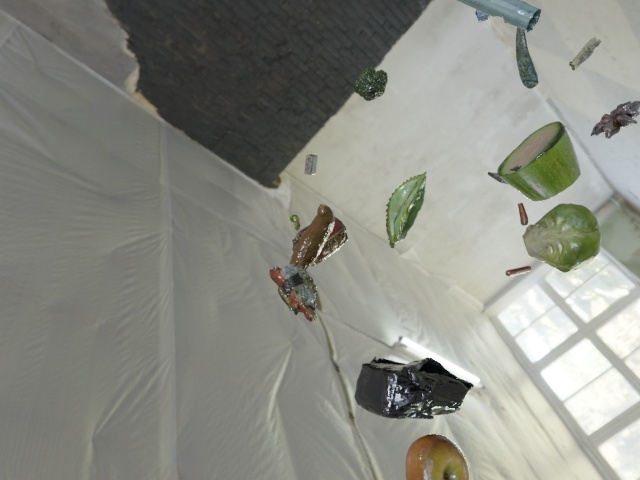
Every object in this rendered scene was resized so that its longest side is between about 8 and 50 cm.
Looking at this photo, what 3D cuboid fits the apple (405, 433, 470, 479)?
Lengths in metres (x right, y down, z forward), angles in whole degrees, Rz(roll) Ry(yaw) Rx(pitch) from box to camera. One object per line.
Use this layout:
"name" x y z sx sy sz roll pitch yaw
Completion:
"apple" 0.371 0.756 1.589 0.210 0.173 0.234 25 -117 -19

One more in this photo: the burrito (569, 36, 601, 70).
"burrito" 1.036 -0.732 1.912 0.045 0.185 0.041 45 168 -12

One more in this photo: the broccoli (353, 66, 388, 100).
"broccoli" 0.242 -0.736 2.295 0.146 0.162 0.138 30 -141 -28

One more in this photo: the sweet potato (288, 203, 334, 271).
"sweet potato" -0.037 0.013 1.742 0.092 0.341 0.114 38 -154 16

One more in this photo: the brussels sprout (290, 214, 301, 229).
"brussels sprout" -0.128 -0.098 2.595 0.083 0.046 0.051 60 157 -3

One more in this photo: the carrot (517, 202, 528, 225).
"carrot" 0.811 -0.104 1.960 0.032 0.032 0.093 13 -114 -59

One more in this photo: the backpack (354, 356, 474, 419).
"backpack" 0.385 0.597 1.986 0.446 0.254 0.363 13 168 -22

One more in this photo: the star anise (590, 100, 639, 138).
"star anise" 1.059 -0.433 1.764 0.065 0.195 0.182 39 154 -10

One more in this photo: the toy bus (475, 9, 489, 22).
"toy bus" 0.668 -0.984 2.018 0.051 0.061 0.153 12 -102 -68

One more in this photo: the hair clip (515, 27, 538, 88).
"hair clip" 0.714 -0.641 1.712 0.066 0.036 0.229 19 132 63

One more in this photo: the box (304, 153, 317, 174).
"box" -0.045 -0.369 2.378 0.045 0.098 0.062 16 -161 22

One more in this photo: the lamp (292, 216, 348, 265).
"lamp" 0.000 0.000 2.162 0.177 0.177 0.274 47 -131 10

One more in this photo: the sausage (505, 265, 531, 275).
"sausage" 0.854 0.130 2.105 0.223 0.029 0.029 -5 -131 -42

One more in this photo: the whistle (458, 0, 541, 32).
"whistle" 0.427 -0.639 1.291 0.312 0.062 0.062 38 -166 23

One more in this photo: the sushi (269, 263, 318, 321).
"sushi" -0.064 0.147 1.468 0.097 0.103 0.226 4 -139 -46

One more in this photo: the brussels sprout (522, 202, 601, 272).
"brussels sprout" 1.037 0.000 2.085 0.273 0.316 0.243 49 -147 8

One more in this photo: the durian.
"durian" 0.401 -0.126 2.229 0.163 0.394 0.198 37 156 -19

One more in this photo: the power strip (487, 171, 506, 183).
"power strip" 0.799 -0.263 1.973 0.198 0.064 0.213 8 -161 2

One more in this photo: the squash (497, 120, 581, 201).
"squash" 0.491 -0.167 1.092 0.123 0.170 0.170 50 -164 -9
